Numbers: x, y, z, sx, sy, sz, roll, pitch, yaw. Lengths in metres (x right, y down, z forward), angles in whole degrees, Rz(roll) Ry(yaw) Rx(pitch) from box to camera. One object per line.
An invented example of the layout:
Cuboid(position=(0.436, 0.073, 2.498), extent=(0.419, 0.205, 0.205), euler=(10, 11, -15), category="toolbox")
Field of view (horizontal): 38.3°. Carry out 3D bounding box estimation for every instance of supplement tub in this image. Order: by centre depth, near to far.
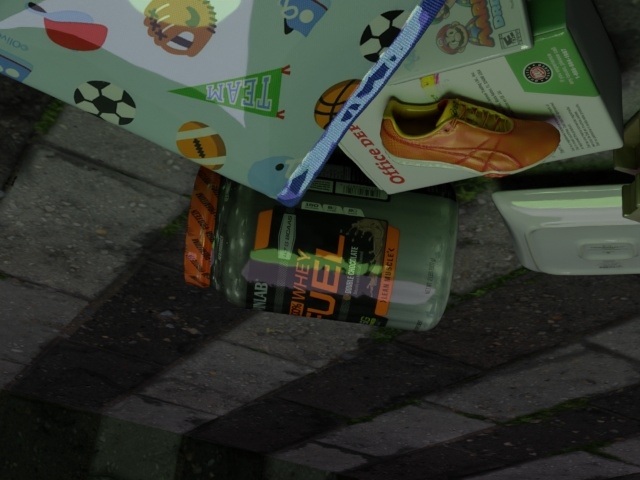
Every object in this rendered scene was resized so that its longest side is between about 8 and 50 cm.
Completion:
Cuboid(position=(0.000, 0.000, 1.221), extent=(0.337, 0.207, 0.207), euler=(7, 153, -1), category="supplement tub")

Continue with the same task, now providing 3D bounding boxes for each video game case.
Cuboid(position=(0.107, -0.233, 0.833), extent=(0.143, 0.157, 0.019), euler=(-10, -172, 29), category="video game case")

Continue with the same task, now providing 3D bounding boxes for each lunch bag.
Cuboid(position=(-0.058, -0.273, 0.674), extent=(0.327, 0.239, 0.385), euler=(22, 126, -24), category="lunch bag")

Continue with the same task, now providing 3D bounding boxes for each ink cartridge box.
Cuboid(position=(0.151, -0.165, 0.965), extent=(0.278, 0.117, 0.201), euler=(-10, 148, 29), category="ink cartridge box")

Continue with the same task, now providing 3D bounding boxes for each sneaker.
Cuboid(position=(0.144, -0.103, 0.893), extent=(0.175, 0.064, 0.067), euler=(1, 141, 5), category="sneaker")

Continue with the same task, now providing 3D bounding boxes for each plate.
Cuboid(position=(0.391, -0.004, 1.257), extent=(0.277, 0.045, 0.278), euler=(-3, 159, 19), category="plate")

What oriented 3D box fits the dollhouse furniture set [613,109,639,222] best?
Cuboid(position=(0.462, -0.033, 0.945), extent=(0.198, 0.303, 0.286), euler=(12, 152, -8), category="dollhouse furniture set")
